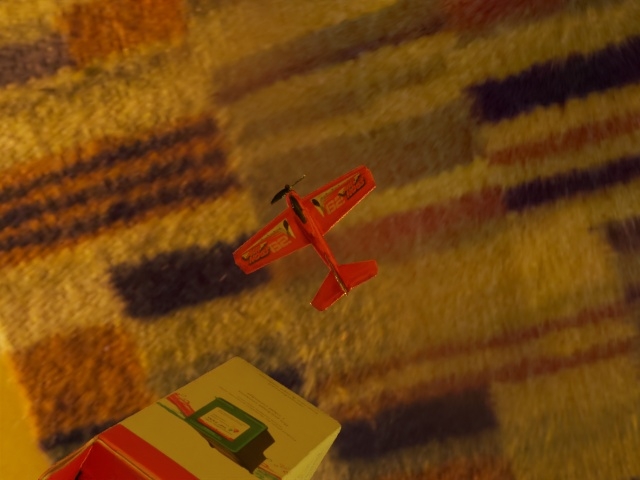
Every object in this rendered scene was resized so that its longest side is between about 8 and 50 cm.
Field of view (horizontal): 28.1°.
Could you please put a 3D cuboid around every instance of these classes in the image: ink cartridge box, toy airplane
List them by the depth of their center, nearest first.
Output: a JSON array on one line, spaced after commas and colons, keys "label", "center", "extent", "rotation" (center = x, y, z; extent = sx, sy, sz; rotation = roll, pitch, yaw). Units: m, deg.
[{"label": "ink cartridge box", "center": [-0.083, 0.152, 0.636], "extent": [0.078, 0.231, 0.134], "rotation": [33, 106, 11]}, {"label": "toy airplane", "center": [0.000, 0.000, 1.153], "extent": [0.151, 0.028, 0.151], "rotation": [-12, 58, 20]}]
